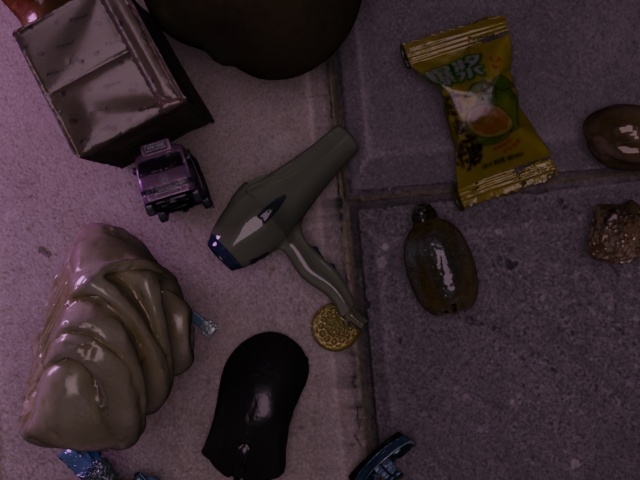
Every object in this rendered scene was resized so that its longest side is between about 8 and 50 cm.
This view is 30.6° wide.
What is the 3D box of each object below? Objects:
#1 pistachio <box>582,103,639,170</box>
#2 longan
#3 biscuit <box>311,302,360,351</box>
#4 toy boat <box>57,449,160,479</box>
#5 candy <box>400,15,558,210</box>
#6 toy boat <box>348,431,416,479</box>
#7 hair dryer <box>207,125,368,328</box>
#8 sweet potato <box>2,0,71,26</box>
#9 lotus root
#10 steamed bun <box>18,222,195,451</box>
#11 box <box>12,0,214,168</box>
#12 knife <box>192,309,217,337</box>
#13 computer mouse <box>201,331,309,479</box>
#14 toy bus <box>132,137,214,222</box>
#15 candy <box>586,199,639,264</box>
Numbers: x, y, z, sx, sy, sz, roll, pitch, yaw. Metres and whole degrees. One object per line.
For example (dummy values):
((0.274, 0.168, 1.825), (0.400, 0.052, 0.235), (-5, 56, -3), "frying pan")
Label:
((0.524, -0.172, 1.928), (0.185, 0.126, 0.108), (5, 132, -1), "pistachio")
((-0.108, -0.425, 1.851), (0.361, 0.361, 0.361), (0, 89, 2), "longan")
((0.026, 0.146, 1.977), (0.084, 0.023, 0.084), (0, 89, 4), "biscuit")
((-0.336, 0.398, 1.954), (0.238, 0.109, 0.098), (46, 71, -1), "toy boat")
((0.264, -0.214, 1.948), (0.187, 0.081, 0.297), (-19, 99, 2), "candy")
((0.105, 0.380, 1.952), (0.137, 0.060, 0.061), (-39, 67, -2), "toy boat")
((-0.001, -0.042, 1.952), (0.298, 0.119, 0.296), (27, 84, -7), "hair dryer")
((-0.504, -0.478, 1.958), (0.131, 0.131, 0.336), (-30, 87, 1), "sweet potato")
((0.194, 0.031, 1.942), (0.113, 0.088, 0.192), (-17, 88, 8), "lotus root")
((-0.323, 0.169, 1.855), (0.247, 0.352, 0.339), (18, 105, -21), "steamed bun")
((-0.320, -0.255, 1.859), (0.190, 0.297, 0.225), (-29, 88, 1), "box")
((-0.218, 0.128, 1.994), (0.096, 0.010, 0.027), (37, 91, 5), "knife")
((-0.111, 0.284, 1.954), (0.147, 0.088, 0.264), (12, 92, 5), "computer mouse")
((-0.239, -0.097, 1.904), (0.096, 0.199, 0.108), (-17, 85, 1), "toy bus")
((0.488, -0.014, 1.934), (0.095, 0.085, 0.110), (4, 99, -4), "candy")
